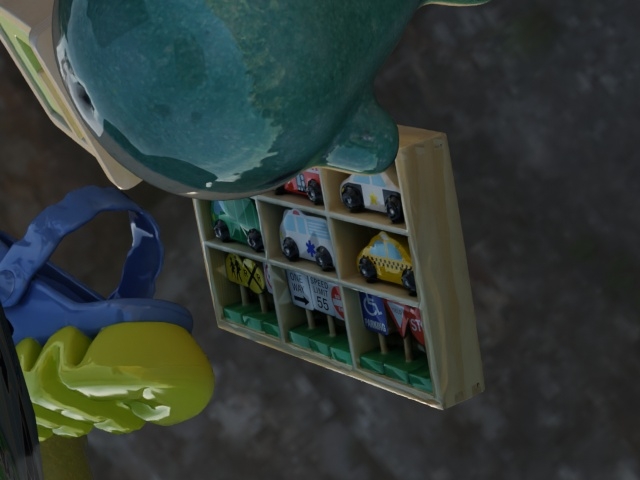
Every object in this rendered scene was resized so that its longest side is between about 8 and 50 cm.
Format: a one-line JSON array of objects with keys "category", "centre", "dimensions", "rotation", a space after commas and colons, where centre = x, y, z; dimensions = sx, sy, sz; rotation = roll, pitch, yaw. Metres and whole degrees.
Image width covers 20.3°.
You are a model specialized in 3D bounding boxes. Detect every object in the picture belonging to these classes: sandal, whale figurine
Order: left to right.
[{"category": "sandal", "centre": [-0.200, 0.054, 1.081], "dimensions": [0.317, 0.138, 0.126], "rotation": [-11, 158, 26]}, {"category": "whale figurine", "centre": [-0.009, -0.138, 0.966], "dimensions": [0.216, 0.272, 0.141], "rotation": [61, 155, 2]}]

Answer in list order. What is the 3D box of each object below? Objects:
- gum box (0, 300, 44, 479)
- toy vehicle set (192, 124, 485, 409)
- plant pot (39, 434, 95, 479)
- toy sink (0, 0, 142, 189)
[{"category": "gum box", "centre": [-0.132, 0.048, 0.625], "dimensions": [0.184, 0.041, 0.157], "rotation": [-117, 14, -62]}, {"category": "toy vehicle set", "centre": [0.000, 0.000, 1.160], "dimensions": [0.267, 0.035, 0.166], "rotation": [14, 120, 55]}, {"category": "plant pot", "centre": [-0.265, 0.262, 1.411], "dimensions": [0.254, 0.276, 0.276], "rotation": [55, 162, 32]}, {"category": "toy sink", "centre": [-0.155, -0.145, 1.376], "dimensions": [0.234, 0.131, 0.153], "rotation": [35, 159, 52]}]
